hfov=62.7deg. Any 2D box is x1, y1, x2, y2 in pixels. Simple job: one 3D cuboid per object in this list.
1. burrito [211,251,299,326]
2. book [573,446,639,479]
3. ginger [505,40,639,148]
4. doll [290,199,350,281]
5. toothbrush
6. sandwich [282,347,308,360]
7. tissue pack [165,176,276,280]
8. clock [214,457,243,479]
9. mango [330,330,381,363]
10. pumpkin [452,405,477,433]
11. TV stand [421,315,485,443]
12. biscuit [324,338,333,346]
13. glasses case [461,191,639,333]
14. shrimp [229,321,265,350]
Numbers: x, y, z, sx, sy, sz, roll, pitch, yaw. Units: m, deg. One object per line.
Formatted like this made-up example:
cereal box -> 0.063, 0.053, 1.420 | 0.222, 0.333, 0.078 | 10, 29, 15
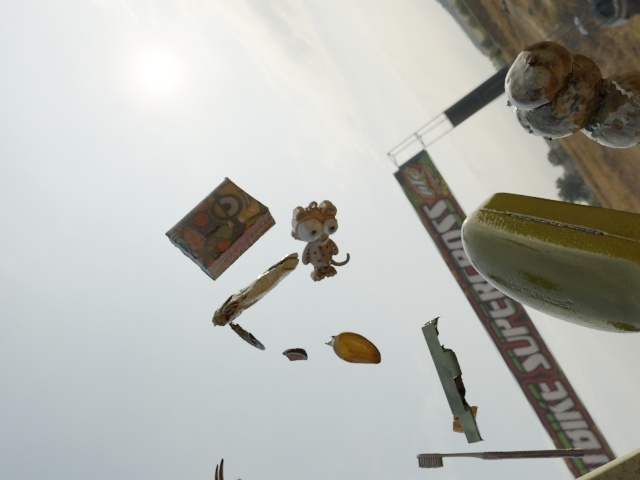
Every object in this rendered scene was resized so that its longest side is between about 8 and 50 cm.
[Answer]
burrito -> -0.221, 0.167, 1.852 | 0.392, 0.117, 0.076 | -38, -94, -25
book -> 0.563, 0.586, 1.044 | 0.264, 0.379, 0.031 | 65, 176, -5
ginger -> 0.538, -0.275, 1.046 | 0.374, 0.177, 0.256 | 16, -175, 0
doll -> -0.002, 0.001, 1.613 | 0.119, 0.154, 0.278 | 54, 167, 53
toothbrush -> 0.384, 0.466, 1.124 | 0.024, 0.353, 0.029 | 82, -175, -54
sandwich -> -0.097, 0.435, 2.005 | 0.101, 0.069, 0.026 | -1, -132, -7
tissue pack -> -0.165, -0.022, 0.875 | 0.108, 0.148, 0.060 | 36, 160, 26
clock -> -0.193, 0.632, 1.235 | 0.232, 0.069, 0.170 | 57, 174, 10
mango -> 0.117, 0.360, 1.746 | 0.187, 0.101, 0.066 | 20, 170, -3
pumpkin -> 0.440, 0.550, 1.599 | 0.035, 0.073, 0.101 | -37, -53, -68
TV stand -> 0.263, 0.275, 1.045 | 0.042, 0.036, 0.249 | 4, -120, -41
biscuit -> 0.055, 0.448, 2.291 | 0.046, 0.089, 0.016 | 22, -122, -13
glasses case -> 0.393, 0.039, 0.854 | 0.173, 0.141, 0.371 | 53, 164, -30
shrimp -> -0.275, 0.350, 1.940 | 0.178, 0.034, 0.124 | 39, 161, 6
